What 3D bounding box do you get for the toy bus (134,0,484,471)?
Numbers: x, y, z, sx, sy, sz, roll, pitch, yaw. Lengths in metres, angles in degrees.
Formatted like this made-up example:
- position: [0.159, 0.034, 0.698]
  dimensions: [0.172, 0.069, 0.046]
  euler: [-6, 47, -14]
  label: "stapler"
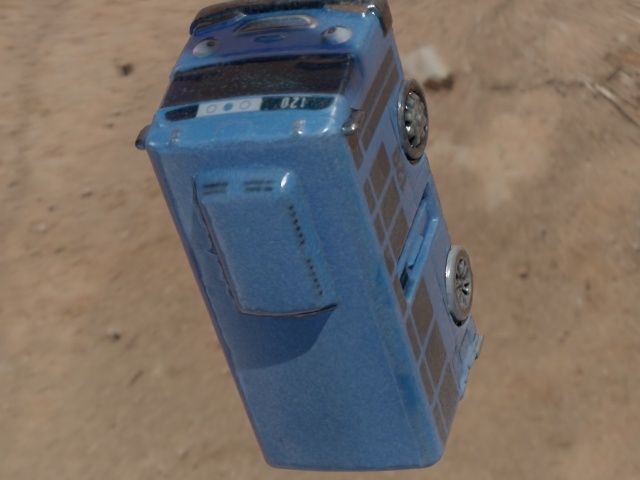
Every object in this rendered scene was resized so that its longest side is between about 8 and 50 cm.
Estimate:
- position: [0.000, 0.000, 0.951]
  dimensions: [0.116, 0.133, 0.234]
  euler: [-2, 127, 23]
  label: "toy bus"
